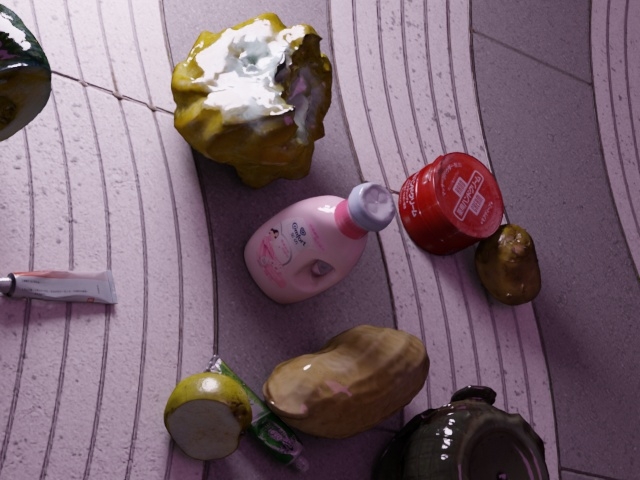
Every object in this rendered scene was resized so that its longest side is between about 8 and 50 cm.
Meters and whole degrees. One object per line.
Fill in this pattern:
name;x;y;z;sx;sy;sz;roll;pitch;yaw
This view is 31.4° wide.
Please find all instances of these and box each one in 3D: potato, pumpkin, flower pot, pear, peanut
potato;0.386;0.049;2.344;0.137;0.137;0.176;-29;116;-41
pumpkin;-0.567;-0.260;1.688;0.293;0.263;0.197;-19;76;-41
flower pot;0.259;0.419;2.017;0.301;0.213;0.302;16;61;-31
pear;-0.176;0.272;1.826;0.141;0.141;0.104;44;25;-12
peanut;0.058;0.245;1.978;0.340;0.158;0.174;-25;90;-47

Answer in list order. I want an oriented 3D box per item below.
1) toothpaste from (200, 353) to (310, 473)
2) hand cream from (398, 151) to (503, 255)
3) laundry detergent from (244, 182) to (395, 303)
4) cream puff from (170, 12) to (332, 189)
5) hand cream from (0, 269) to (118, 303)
toothpaste;-0.109;0.299;1.912;0.248;0.047;0.078;46;48;-8
hand cream;0.263;-0.072;2.306;0.193;0.125;0.193;17;59;-30
laundry detergent;0.000;0.000;1.935;0.159;0.335;0.088;53;49;-5
cream puff;-0.132;-0.236;2.042;0.274;0.270;0.323;13;55;8
hand cream;-0.419;0.069;1.796;0.216;0.038;0.052;5;91;-41
